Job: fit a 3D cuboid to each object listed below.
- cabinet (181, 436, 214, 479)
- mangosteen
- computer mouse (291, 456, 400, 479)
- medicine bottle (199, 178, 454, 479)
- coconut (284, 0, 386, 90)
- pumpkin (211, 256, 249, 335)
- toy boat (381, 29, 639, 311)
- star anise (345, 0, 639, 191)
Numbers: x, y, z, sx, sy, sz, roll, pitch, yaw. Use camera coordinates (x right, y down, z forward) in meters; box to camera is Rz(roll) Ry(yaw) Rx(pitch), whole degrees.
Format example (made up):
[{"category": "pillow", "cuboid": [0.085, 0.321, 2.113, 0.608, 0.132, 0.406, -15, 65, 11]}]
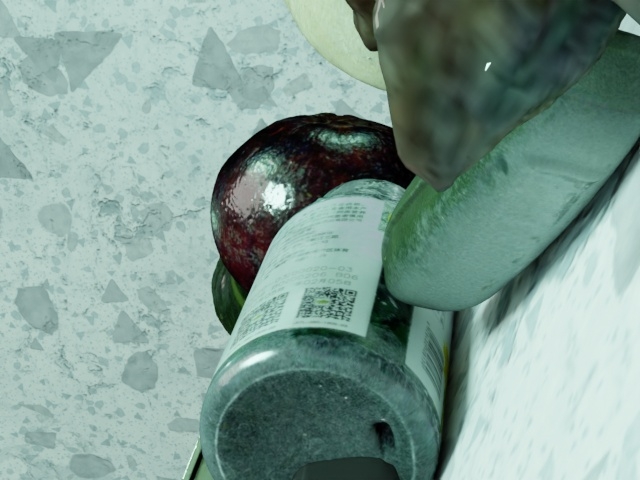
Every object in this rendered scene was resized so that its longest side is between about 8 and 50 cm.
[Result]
[{"category": "cabinet", "cuboid": [-0.076, 0.277, 1.159, 0.206, 0.145, 0.150, 117, 175, -76]}, {"category": "mangosteen", "cuboid": [0.006, -0.007, 1.037, 0.216, 0.216, 0.216, -159, 90, -89]}, {"category": "computer mouse", "cuboid": [0.015, 0.165, 0.363, 0.264, 0.088, 0.147, -79, -6, -81]}, {"category": "medicine bottle", "cuboid": [0.018, 0.058, 0.785, 0.293, 0.141, 0.141, -72, 3, -63]}, {"category": "coconut", "cuboid": [0.086, -0.251, 0.891, 0.266, 0.237, 0.237, 94, -166, -62]}, {"category": "pumpkin", "cuboid": [-0.008, 0.016, 1.450, 0.300, 0.207, 0.300, -55, 9, 13]}, {"category": "toy boat", "cuboid": [0.088, -0.029, 0.600, 0.260, 0.078, 0.085, 120, 159, -60]}, {"category": "star anise", "cuboid": [0.101, -0.174, 0.424, 0.331, 0.117, 0.331, -50, 20, 26]}]
